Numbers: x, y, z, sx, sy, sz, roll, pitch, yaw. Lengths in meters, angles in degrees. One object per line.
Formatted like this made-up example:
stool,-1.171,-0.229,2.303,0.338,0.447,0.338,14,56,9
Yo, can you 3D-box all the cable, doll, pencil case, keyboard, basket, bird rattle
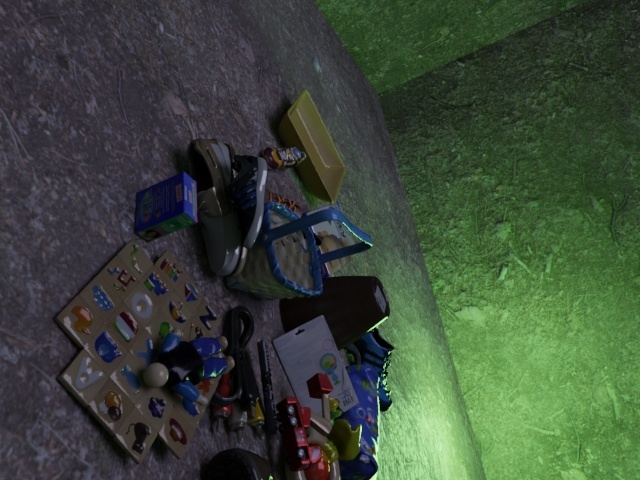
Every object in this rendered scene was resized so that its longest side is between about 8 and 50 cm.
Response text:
cable,-0.175,0.241,1.136,0.139,0.072,0.287,29,29,-37
doll,-0.209,0.202,0.949,0.189,0.046,0.129,4,63,-65
pencil case,0.085,0.450,1.491,0.133,0.119,0.306,47,27,-25
keyboard,-0.105,0.290,1.177,0.108,0.023,0.180,120,-38,-81
basket,-0.053,0.017,1.286,0.255,0.289,0.201,37,42,-62
bird rattle,-0.008,0.499,1.257,0.207,0.143,0.253,39,47,-35

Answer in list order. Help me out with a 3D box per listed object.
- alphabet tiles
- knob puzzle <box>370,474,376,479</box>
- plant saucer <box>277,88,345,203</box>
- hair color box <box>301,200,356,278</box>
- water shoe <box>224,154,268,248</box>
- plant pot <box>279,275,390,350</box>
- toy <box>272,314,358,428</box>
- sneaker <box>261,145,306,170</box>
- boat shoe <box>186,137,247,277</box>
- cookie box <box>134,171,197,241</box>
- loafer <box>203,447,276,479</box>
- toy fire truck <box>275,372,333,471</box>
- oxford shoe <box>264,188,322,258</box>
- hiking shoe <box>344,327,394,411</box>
alphabet tiles,-0.265,0.164,0.943,0.285,0.011,0.342,57,24,-19
knob puzzle,0.122,0.571,1.604,0.213,0.030,0.213,54,24,-38
plant saucer,-0.036,-0.311,1.990,0.332,0.081,0.332,62,20,-21
hair color box,0.000,0.000,1.734,0.185,0.110,0.339,70,21,-3
water shoe,-0.154,-0.077,1.175,0.073,0.080,0.203,122,-26,-59
plant pot,0.050,0.177,1.498,0.215,0.230,0.215,53,25,-40
toy,-0.015,0.312,1.409,0.237,0.137,0.056,67,-21,-4
sneaker,-0.105,-0.248,1.729,0.069,0.084,0.185,69,19,-1
boat shoe,-0.223,-0.069,1.220,0.103,0.113,0.302,12,59,-44
cookie box,-0.272,-0.059,1.048,0.040,0.107,0.091,43,32,-52
loafer,-0.075,0.514,0.964,0.130,0.134,0.365,18,54,-66
toy fire truck,-0.022,0.371,1.220,0.135,0.047,0.192,9,50,-38
oxford shoe,-0.122,-0.084,1.443,0.363,0.133,0.130,51,27,-42
hiking shoe,0.165,0.366,1.767,0.304,0.132,0.113,68,19,-5
